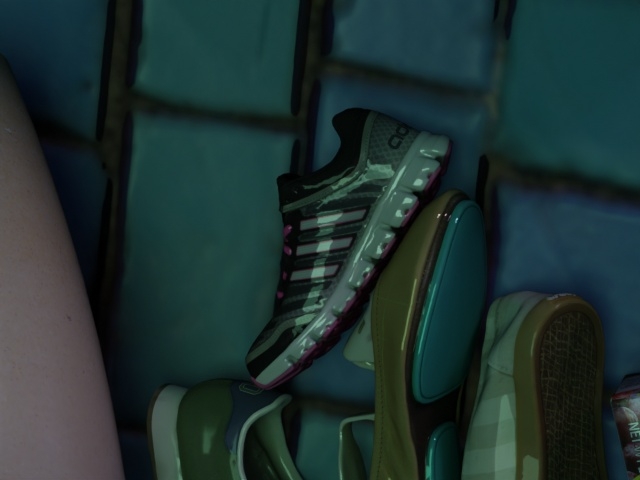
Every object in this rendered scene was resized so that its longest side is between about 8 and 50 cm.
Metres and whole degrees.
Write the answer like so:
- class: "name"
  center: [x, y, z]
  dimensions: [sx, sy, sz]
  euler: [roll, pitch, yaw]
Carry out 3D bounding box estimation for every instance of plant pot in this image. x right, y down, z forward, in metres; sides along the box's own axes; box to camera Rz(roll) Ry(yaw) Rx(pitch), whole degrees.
- class: "plant pot"
  center: [-0.234, 0.034, 0.883]
  dimensions: [0.256, 0.256, 0.274]
  euler: [-6, 80, 18]

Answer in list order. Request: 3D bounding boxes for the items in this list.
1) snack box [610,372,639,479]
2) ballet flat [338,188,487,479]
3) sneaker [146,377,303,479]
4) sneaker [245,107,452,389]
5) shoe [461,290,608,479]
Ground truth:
- class: "snack box"
  center: [0.266, 0.137, 0.811]
  dimensions: [0.207, 0.070, 0.175]
  euler: [-13, 93, 17]
- class: "ballet flat"
  center: [0.042, 0.086, 0.875]
  dimensions: [0.073, 0.080, 0.232]
  euler: [7, 99, 30]
- class: "sneaker"
  center: [-0.037, 0.170, 0.914]
  dimensions: [0.086, 0.064, 0.192]
  euler: [-11, 91, 24]
- class: "sneaker"
  center: [0.000, 0.000, 0.882]
  dimensions: [0.074, 0.063, 0.170]
  euler: [35, 101, 10]
- class: "shoe"
  center: [0.113, 0.133, 0.868]
  dimensions: [0.058, 0.076, 0.219]
  euler: [10, 101, 50]
